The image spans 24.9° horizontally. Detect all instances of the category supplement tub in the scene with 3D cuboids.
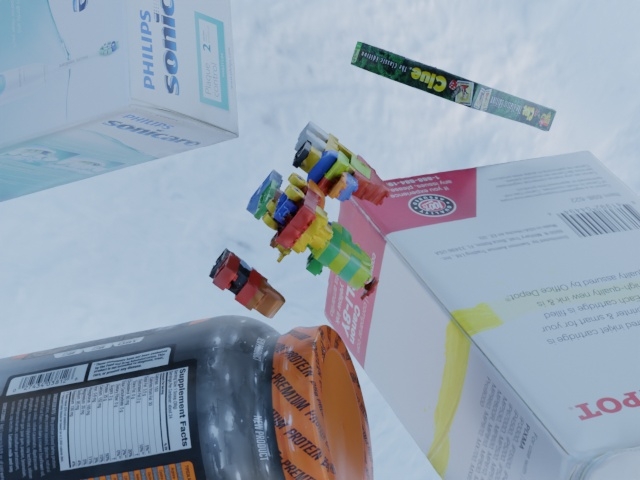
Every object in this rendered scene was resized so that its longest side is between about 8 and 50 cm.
[{"bbox_3d":[-0.140,0.176,1.164,0.338,0.207,0.207,-11,84,14],"label":"supplement tub"}]

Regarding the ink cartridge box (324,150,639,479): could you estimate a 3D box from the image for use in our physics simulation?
[{"bbox_3d":[0.211,0.098,1.257,0.279,0.384,0.160,-8,127,-25],"label":"ink cartridge box"}]

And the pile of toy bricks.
[{"bbox_3d":[0.000,0.000,1.056,0.105,0.212,0.118,37,106,-8],"label":"pile of toy bricks"}]

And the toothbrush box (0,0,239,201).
[{"bbox_3d":[-0.217,-0.162,1.129,0.295,0.126,0.216,-13,76,35],"label":"toothbrush box"}]

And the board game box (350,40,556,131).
[{"bbox_3d":[0.143,-0.155,1.492,0.136,0.260,0.030,20,97,25],"label":"board game box"}]
